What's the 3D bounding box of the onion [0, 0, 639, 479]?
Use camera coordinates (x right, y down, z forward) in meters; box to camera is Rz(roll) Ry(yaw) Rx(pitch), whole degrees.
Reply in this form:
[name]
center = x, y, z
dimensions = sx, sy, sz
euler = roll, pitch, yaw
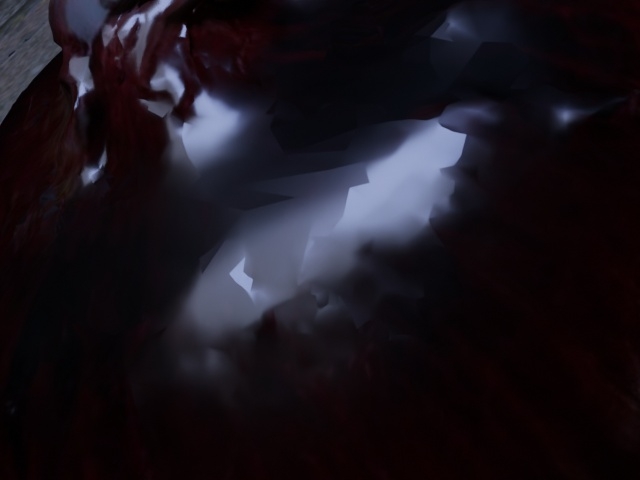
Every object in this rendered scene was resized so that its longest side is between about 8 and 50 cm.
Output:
[onion]
center = 0.000, 0.000, 0.614
dimensions = 0.314, 0.232, 0.314
euler = -24, 41, 23
